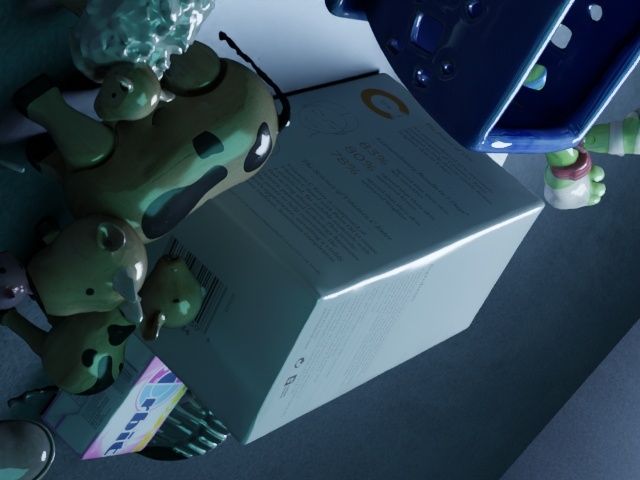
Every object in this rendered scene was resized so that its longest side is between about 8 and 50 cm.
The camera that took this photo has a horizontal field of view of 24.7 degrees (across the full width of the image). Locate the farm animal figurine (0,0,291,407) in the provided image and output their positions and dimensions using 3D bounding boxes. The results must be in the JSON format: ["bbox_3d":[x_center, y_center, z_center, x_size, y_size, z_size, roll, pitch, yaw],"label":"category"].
[{"bbox_3d":[-0.149,-0.015,1.039,0.327,0.172,0.330,-46,158,-6],"label":"farm animal figurine"}]

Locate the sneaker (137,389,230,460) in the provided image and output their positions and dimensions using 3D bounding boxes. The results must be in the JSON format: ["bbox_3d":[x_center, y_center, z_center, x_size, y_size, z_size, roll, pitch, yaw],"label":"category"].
[{"bbox_3d":[-0.110,0.132,1.488,0.229,0.086,0.132,-30,-145,33],"label":"sneaker"}]

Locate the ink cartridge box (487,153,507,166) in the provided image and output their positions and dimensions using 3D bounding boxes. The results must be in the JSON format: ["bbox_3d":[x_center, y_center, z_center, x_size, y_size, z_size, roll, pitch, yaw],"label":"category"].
[{"bbox_3d":[0.153,-0.079,1.650,0.208,0.045,0.206,-64,158,1],"label":"ink cartridge box"}]

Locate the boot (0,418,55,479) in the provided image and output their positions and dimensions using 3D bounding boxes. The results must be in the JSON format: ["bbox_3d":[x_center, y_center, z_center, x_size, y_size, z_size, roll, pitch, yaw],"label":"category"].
[{"bbox_3d":[-0.276,0.147,1.103,0.190,0.076,0.208,-13,156,-27],"label":"boot"}]

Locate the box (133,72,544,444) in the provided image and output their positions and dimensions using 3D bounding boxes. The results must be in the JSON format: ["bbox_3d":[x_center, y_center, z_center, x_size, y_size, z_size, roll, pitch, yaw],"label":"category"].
[{"bbox_3d":[0.000,0.000,1.291,0.345,0.215,0.168,-20,145,-49],"label":"box"}]

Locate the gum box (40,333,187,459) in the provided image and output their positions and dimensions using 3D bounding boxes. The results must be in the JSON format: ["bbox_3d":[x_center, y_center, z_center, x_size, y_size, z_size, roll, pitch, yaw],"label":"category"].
[{"bbox_3d":[-0.170,0.121,1.377,0.188,0.062,0.107,-53,158,12],"label":"gum box"}]

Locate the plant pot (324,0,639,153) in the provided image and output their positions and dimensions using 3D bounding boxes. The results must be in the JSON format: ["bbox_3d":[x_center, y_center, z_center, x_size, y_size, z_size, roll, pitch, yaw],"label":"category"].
[{"bbox_3d":[0.155,-0.224,1.210,0.236,0.212,0.236,-9,136,-59],"label":"plant pot"}]

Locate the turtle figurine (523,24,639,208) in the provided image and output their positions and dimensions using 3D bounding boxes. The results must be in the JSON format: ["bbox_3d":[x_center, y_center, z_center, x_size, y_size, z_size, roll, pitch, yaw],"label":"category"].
[{"bbox_3d":[0.286,-0.160,1.546,0.274,0.198,0.266,-54,161,-13],"label":"turtle figurine"}]
